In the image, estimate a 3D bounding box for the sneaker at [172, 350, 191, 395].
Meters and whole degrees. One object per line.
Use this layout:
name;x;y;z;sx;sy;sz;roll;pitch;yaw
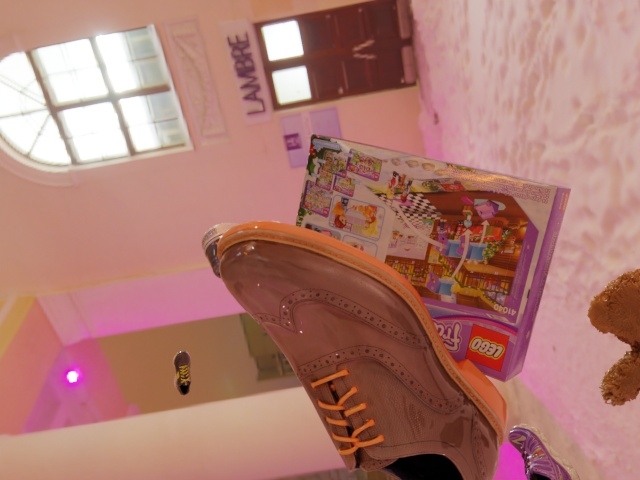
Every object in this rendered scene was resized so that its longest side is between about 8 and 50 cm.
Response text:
sneaker;-0.230;0.225;1.096;0.035;0.031;0.083;43;136;49

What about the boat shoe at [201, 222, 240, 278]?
boat shoe;-0.069;0.044;1.179;0.301;0.108;0.102;12;-140;-39

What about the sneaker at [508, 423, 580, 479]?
sneaker;0.377;0.386;1.130;0.170;0.071;0.068;-135;27;-63

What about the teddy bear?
teddy bear;0.563;0.191;0.996;0.245;0.338;0.113;-59;-18;23

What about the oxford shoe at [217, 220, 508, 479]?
oxford shoe;0.044;0.125;0.583;0.364;0.130;0.132;41;-136;-19

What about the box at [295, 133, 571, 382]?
box;0.101;0.006;0.718;0.057;0.293;0.200;-4;-71;-55
